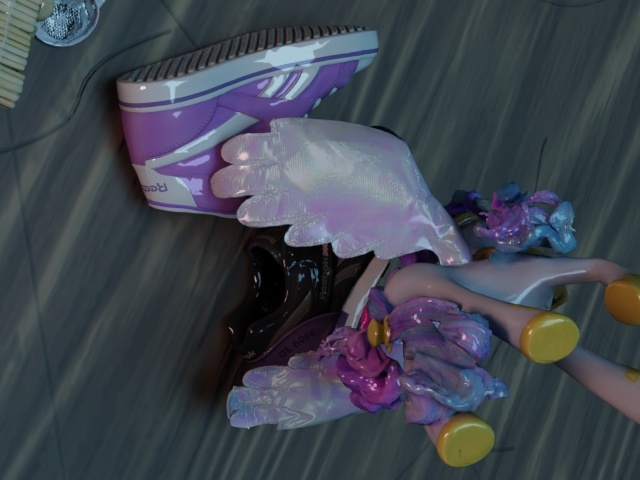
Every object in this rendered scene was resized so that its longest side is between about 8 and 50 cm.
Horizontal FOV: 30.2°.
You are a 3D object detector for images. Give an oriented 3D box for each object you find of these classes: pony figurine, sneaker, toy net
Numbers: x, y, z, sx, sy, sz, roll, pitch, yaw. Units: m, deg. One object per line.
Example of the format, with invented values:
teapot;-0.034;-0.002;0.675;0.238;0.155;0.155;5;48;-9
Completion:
pony figurine;0.100;0.056;1.035;0.351;0.363;0.303;-5;111;-17
sneaker;-0.057;-0.110;1.120;0.282;0.102;0.161;-22;114;-30
sneaker;0.000;0.000;1.180;0.124;0.107;0.283;31;73;-37
toy net;-0.247;-0.166;0.951;0.232;0.045;0.122;-29;113;-40

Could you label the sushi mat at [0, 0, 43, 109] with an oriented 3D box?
sushi mat;-0.322;-0.212;0.821;0.316;0.019;0.151;21;74;-46
